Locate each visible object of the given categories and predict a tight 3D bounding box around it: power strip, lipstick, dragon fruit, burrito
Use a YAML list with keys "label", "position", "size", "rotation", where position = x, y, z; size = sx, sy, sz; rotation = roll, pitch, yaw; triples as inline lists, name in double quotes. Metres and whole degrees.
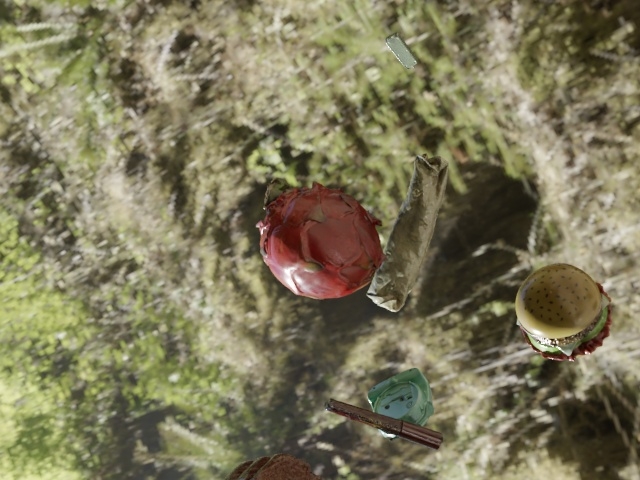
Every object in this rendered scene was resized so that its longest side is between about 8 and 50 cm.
- label: "power strip"
  position: [0.146, -0.339, 1.940]
  size: [0.083, 0.027, 0.017]
  rotation: [46, -147, -35]
- label: "lipstick"
  position: [0.085, 0.250, 1.479]
  size: [0.176, 0.027, 0.027]
  rotation: [21, -128, -16]
- label: "dragon fruit"
  position: [0.000, 0.000, 1.578]
  size: [0.209, 0.172, 0.172]
  rotation: [29, -134, -10]
- label: "burrito"
  position: [0.147, -0.017, 1.794]
  size: [0.059, 0.082, 0.275]
  rotation: [-2, -66, -48]

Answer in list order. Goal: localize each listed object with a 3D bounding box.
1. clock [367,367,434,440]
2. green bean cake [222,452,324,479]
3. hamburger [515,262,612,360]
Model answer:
- label: "clock"
  position: [0.130, 0.267, 1.705]
  size: [0.041, 0.101, 0.135]
  rotation: [55, -168, -30]
- label: "green bean cake"
  position: [-0.035, 0.428, 1.616]
  size: [0.232, 0.198, 0.097]
  rotation: [57, -137, -9]
- label: "hamburger"
  position: [0.416, 0.115, 1.879]
  size: [0.137, 0.175, 0.175]
  rotation: [50, -146, -53]
